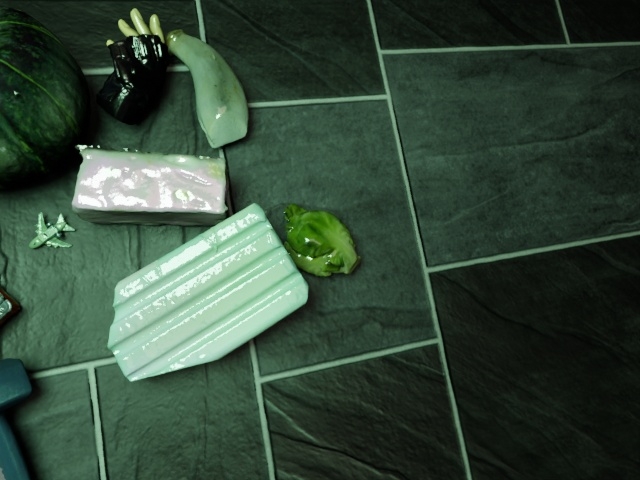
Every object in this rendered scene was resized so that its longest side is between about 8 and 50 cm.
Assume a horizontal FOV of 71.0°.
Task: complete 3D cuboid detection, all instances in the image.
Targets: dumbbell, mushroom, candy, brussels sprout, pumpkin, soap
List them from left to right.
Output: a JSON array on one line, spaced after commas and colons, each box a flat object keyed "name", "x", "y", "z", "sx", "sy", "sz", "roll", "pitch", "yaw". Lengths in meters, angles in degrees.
[{"name": "pumpkin", "x": -0.566, "y": -0.237, "z": 0.753, "sx": 0.322, "sy": 0.241, "sz": 0.324, "roll": 2, "pitch": 66, "yaw": -5}, {"name": "dumbbell", "x": -0.506, "y": 0.362, "z": 0.714, "sx": 0.159, "sy": 0.144, "sz": 0.325, "roll": -23, "pitch": 86, "yaw": -15}, {"name": "candy", "x": -0.304, "y": -0.092, "z": 0.838, "sx": 0.264, "sy": 0.155, "sz": 0.116, "roll": 1, "pitch": 79, "yaw": -14}, {"name": "soap", "x": -0.210, "y": 0.108, "z": 0.827, "sx": 0.346, "sy": 0.115, "sz": 0.208, "roll": -32, "pitch": 90, "yaw": -10}, {"name": "mushroom", "x": -0.231, "y": -0.330, "z": 0.934, "sx": 0.117, "sy": 0.103, "sz": 0.270, "roll": -22, "pitch": 76, "yaw": -21}, {"name": "brussels sprout", "x": 0.002, "y": -0.001, "z": 0.933, "sx": 0.180, "sy": 0.101, "sz": 0.139, "roll": 26, "pitch": 58, "yaw": 9}]

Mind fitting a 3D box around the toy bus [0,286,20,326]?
[{"name": "toy bus", "x": -0.609, "y": 0.083, "z": 0.771, "sx": 0.174, "sy": 0.077, "sz": 0.079, "roll": 44, "pitch": 79, "yaw": -2}]

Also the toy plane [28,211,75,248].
[{"name": "toy plane", "x": -0.506, "y": -0.012, "z": 0.837, "sx": 0.083, "sy": 0.033, "sz": 0.080, "roll": -40, "pitch": 106, "yaw": -17}]

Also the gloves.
[{"name": "gloves", "x": -0.357, "y": -0.339, "z": 0.868, "sx": 0.124, "sy": 0.164, "sz": 0.204, "roll": 31, "pitch": 96, "yaw": -32}]
